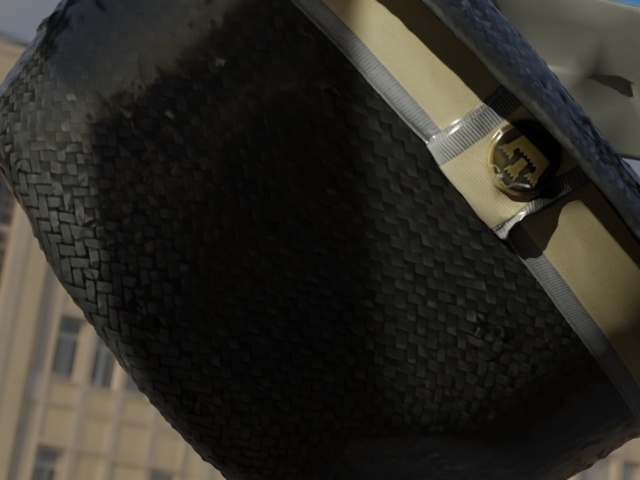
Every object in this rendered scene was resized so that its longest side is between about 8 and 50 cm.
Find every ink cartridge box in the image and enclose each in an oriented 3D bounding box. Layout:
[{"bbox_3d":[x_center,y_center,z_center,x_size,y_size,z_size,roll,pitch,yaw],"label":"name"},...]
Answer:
[{"bbox_3d":[0.075,-0.130,0.922,0.134,0.078,0.231,8,27,-25],"label":"ink cartridge box"}]

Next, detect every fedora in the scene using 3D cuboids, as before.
[{"bbox_3d":[0.000,0.000,0.654,0.334,0.152,0.334,48,-3,3],"label":"fedora"}]
